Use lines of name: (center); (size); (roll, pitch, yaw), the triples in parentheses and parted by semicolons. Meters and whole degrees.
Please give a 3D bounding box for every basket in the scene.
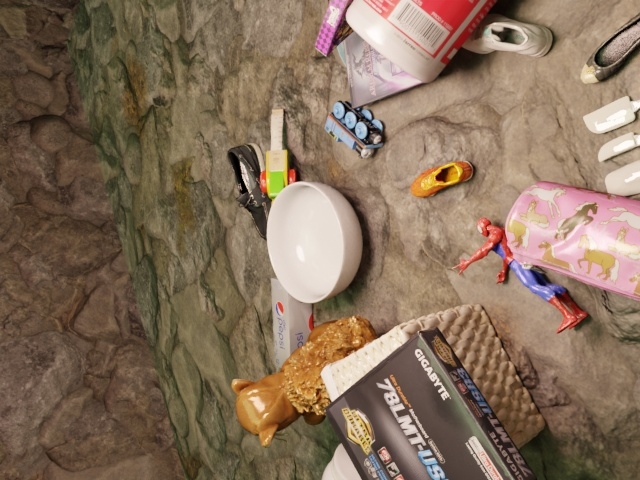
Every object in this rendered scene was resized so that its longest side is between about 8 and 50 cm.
basket: (0.244, 0.343, 1.205); (0.266, 0.331, 0.329); (-42, 64, 39)

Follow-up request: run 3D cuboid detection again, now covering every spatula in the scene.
spatula: (0.578, -0.183, 0.944); (0.242, 0.019, 0.168); (-24, 72, 49)

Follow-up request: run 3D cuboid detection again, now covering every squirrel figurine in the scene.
squirrel figurine: (-0.034, 0.357, 1.450); (0.281, 0.370, 0.397); (62, 152, 20)

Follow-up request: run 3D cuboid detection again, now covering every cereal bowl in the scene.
cereal bowl: (0.000, 0.000, 1.579); (0.338, 0.141, 0.339); (12, 105, 50)

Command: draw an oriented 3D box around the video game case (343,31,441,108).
video game case: (0.160, -0.443, 1.335); (0.274, 0.026, 0.196); (-7, 90, 50)

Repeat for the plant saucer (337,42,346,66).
plant saucer: (0.152, -0.553, 1.379); (0.317, 0.043, 0.318); (12, 106, 50)

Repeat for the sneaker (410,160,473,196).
sneaker: (0.264, -0.143, 1.292); (0.175, 0.067, 0.064); (-25, 78, 51)

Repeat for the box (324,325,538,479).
box: (0.175, 0.355, 1.000); (0.293, 0.073, 0.296); (-49, 62, 35)

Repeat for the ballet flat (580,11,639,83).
ballet flat: (0.514, -0.339, 0.966); (0.173, 0.049, 0.058); (-49, 58, 43)

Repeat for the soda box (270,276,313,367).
soda box: (-0.086, 0.254, 1.761); (0.091, 0.098, 0.287); (8, 102, 51)

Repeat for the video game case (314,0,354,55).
video game case: (0.088, -0.536, 1.217); (0.041, 0.210, 0.232); (41, 156, 3)

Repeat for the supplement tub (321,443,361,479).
supplement tub: (0.105, 0.718, 1.499); (0.235, 0.235, 0.325); (32, 120, 43)

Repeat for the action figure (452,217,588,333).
action figure: (0.389, 0.082, 1.155); (0.139, 0.091, 0.280); (-49, 59, 32)

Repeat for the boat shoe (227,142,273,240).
boat shoe: (-0.230, -0.157, 1.855); (0.127, 0.113, 0.341); (-17, 83, 50)

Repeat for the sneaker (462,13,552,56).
sneaker: (0.346, -0.413, 1.124); (0.212, 0.094, 0.080); (27, 118, 46)

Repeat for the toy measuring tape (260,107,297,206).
toy measuring tape: (-0.128, -0.240, 1.744); (0.121, 0.121, 0.331); (-24, 61, 50)

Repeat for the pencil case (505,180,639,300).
pencil case: (0.512, 0.017, 0.945); (0.386, 0.160, 0.167); (23, 121, 46)

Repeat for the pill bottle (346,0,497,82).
pill bottle: (0.251, -0.530, 1.076); (0.408, 0.229, 0.229); (-51, 57, 23)

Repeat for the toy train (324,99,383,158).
toy train: (0.090, -0.291, 1.476); (0.184, 0.080, 0.105); (49, 139, 31)
